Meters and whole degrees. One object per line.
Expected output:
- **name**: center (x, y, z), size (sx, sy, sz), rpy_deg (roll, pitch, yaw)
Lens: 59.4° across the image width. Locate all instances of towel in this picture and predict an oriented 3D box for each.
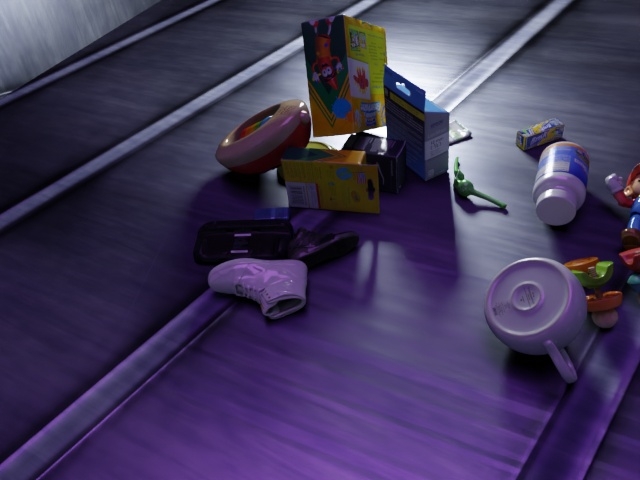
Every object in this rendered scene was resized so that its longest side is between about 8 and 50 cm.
- **towel**: center (-0.162, -0.081, 1.880), size (0.119, 0.029, 0.067), rpy_deg (-3, 42, 5)
- **towel**: center (0.483, -0.408, 2.135), size (0.151, 0.023, 0.113), rpy_deg (-22, 43, -14)

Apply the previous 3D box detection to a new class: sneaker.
- **sneaker**: center (-0.182, 0.140, 1.583), size (0.292, 0.108, 0.169), rpy_deg (-5, 39, 2)
- **sneaker**: center (0.000, 0.000, 1.720), size (0.227, 0.087, 0.130), rpy_deg (-22, 50, -6)

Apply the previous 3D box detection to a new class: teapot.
- **teapot**: center (0.540, 0.181, 1.371), size (0.252, 0.187, 0.256), rpy_deg (17, 72, 51)

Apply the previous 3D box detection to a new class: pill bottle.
- **pill bottle**: center (0.743, -0.174, 1.737), size (0.152, 0.152, 0.272), rpy_deg (11, 46, 20)

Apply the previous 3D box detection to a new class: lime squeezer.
- **lime squeezer**: center (0.493, -0.203, 1.884), size (0.109, 0.059, 0.310), rpy_deg (-18, 42, -9)

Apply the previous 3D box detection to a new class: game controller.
- **game controller**: center (-0.247, 0.003, 1.791), size (0.318, 0.067, 0.167), rpy_deg (-2, 57, 8)

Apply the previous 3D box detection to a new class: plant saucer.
- **plant saucer**: center (-0.045, -0.300, 2.083), size (0.240, 0.037, 0.241), rpy_deg (-6, 46, 6)

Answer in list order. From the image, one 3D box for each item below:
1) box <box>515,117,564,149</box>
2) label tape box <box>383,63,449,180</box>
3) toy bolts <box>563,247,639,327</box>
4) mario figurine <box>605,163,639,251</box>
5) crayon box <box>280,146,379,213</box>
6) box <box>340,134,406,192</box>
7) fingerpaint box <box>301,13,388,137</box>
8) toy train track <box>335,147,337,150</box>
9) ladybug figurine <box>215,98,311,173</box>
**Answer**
- **box**: center (0.793, -0.385, 2.029), size (0.168, 0.059, 0.054), rpy_deg (-19, 42, -12)
- **label tape box**: center (0.329, -0.417, 1.928), size (0.115, 0.348, 0.249), rpy_deg (-24, 44, -16)
- **toy bolts**: center (0.768, 0.122, 1.462), size (0.228, 0.159, 0.218), rpy_deg (-16, 1, 6)
- **mario figurine**: center (0.950, -0.121, 1.626), size (0.198, 0.170, 0.321), rpy_deg (30, 54, -9)
- **crayon box**: center (0.043, -0.196, 1.846), size (0.318, 0.202, 0.081), rpy_deg (7, 44, 15)
- **box**: center (0.185, -0.265, 1.933), size (0.206, 0.153, 0.108), rpy_deg (12, 45, 20)
- **fingerpaint box**: center (0.106, -0.570, 1.989), size (0.163, 0.372, 0.445), rpy_deg (-1, 14, 24)
- **toy train track**: center (0.025, -0.329, 2.133), size (0.083, 0.014, 0.048), rpy_deg (-22, 46, -10)
- **ladybug figurine**: center (-0.188, -0.353, 1.994), size (0.449, 0.162, 0.305), rpy_deg (-10, 37, 47)
